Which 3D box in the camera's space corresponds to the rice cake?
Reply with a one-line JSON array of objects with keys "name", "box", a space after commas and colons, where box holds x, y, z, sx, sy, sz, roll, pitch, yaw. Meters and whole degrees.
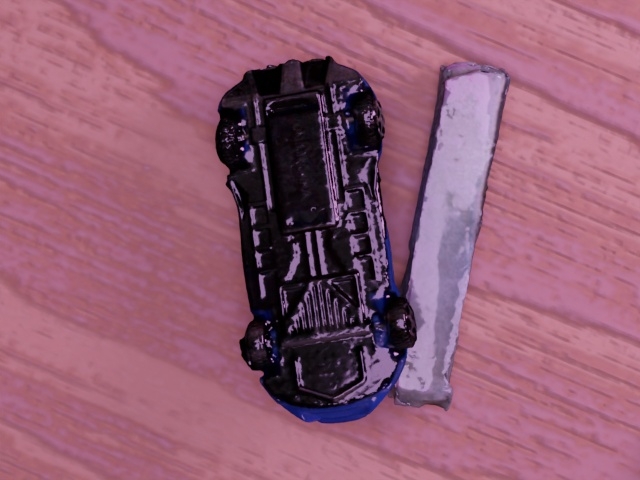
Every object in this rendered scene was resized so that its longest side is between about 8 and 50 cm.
[{"name": "rice cake", "box": [0.075, -0.003, 1.116, 0.043, 0.034, 0.211, 10, 93, -1]}]

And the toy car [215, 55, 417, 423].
[{"name": "toy car", "box": [0.000, 0.000, 1.100, 0.103, 0.063, 0.216, -9, 86, 12]}]
